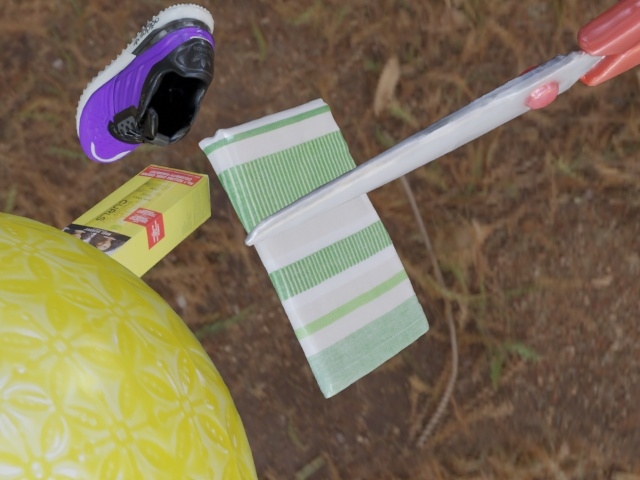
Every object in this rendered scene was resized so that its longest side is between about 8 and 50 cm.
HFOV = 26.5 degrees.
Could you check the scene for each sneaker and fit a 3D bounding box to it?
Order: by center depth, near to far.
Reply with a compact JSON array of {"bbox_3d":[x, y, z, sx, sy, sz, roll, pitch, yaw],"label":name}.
[{"bbox_3d":[-0.236,-0.174,1.824,0.293,0.102,0.146,-45,47,37],"label":"sneaker"}]

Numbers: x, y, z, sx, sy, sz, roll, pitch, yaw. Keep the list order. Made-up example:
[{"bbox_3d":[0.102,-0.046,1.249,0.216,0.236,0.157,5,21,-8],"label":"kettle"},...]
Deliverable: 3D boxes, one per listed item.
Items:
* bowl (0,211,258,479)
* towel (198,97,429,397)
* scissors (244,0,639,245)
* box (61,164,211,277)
[{"bbox_3d":[-0.176,0.125,0.531,0.289,0.156,0.289,0,87,8],"label":"bowl"},{"bbox_3d":[0.000,0.000,1.614,0.038,0.248,0.325,-26,90,36],"label":"towel"},{"bbox_3d":[0.108,-0.068,0.569,0.297,0.109,0.021,-35,70,8],"label":"scissors"},{"bbox_3d":[-0.216,-0.011,1.545,0.087,0.058,0.232,12,30,23],"label":"box"}]
